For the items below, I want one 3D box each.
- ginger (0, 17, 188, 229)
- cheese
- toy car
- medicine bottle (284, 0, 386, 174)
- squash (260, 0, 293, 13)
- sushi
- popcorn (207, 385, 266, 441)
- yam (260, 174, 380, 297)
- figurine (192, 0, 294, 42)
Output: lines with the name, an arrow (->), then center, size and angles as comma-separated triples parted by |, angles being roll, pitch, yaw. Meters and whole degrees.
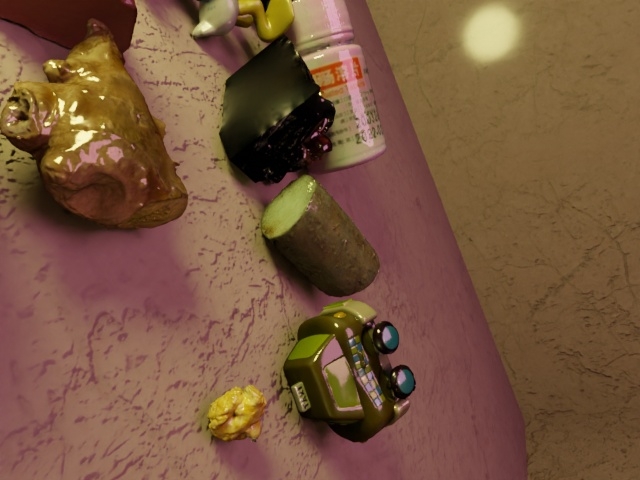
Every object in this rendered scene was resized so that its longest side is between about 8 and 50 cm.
ginger -> -0.273, -0.142, 0.539 | 0.270, 0.123, 0.219 | 64, 21, 11
cheese -> -0.294, -0.342, 0.565 | 0.203, 0.177, 0.128 | 10, 64, -61
toy car -> 0.031, 0.253, 0.817 | 0.198, 0.204, 0.247 | -20, 89, -41
medicine bottle -> 0.017, -0.376, 1.096 | 0.219, 0.220, 0.387 | -49, 126, -61
squash -> -0.147, -0.660, 1.117 | 0.193, 0.156, 0.193 | 12, 70, -35
sushi -> -0.079, -0.247, 0.928 | 0.212, 0.216, 0.227 | 44, 15, -50
popcorn -> -0.119, 0.240, 0.628 | 0.084, 0.084, 0.084 | 43, 37, -44
yam -> 0.000, 0.000, 0.925 | 0.268, 0.161, 0.161 | 48, 34, -41
figurine -> -0.230, -0.535, 0.827 | 0.338, 0.205, 0.283 | -23, 120, -51
